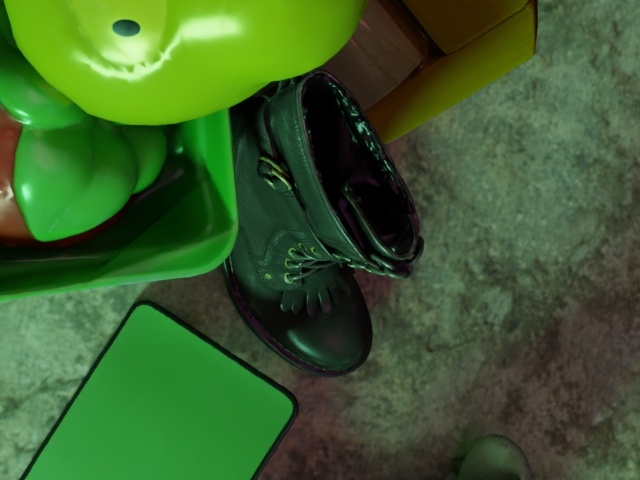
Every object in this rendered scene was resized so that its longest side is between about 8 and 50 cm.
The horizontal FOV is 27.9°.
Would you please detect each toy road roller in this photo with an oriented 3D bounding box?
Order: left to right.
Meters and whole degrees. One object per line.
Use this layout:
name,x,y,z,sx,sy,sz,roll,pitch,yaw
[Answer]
toy road roller,0.092,-0.249,0.907,0.329,0.241,0.202,-31,113,25

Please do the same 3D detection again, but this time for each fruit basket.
fruit basket,-0.148,-0.145,0.711,0.283,0.392,0.392,-8,101,-20

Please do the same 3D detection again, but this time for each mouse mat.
mouse mat,-0.121,0.154,0.906,0.152,0.007,0.190,31,86,20

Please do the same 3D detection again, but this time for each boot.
boot,0.000,0.000,0.861,0.091,0.229,0.263,-35,109,-18

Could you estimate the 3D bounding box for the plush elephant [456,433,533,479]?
plush elephant,0.095,0.287,0.936,0.255,0.272,0.330,-53,142,8
